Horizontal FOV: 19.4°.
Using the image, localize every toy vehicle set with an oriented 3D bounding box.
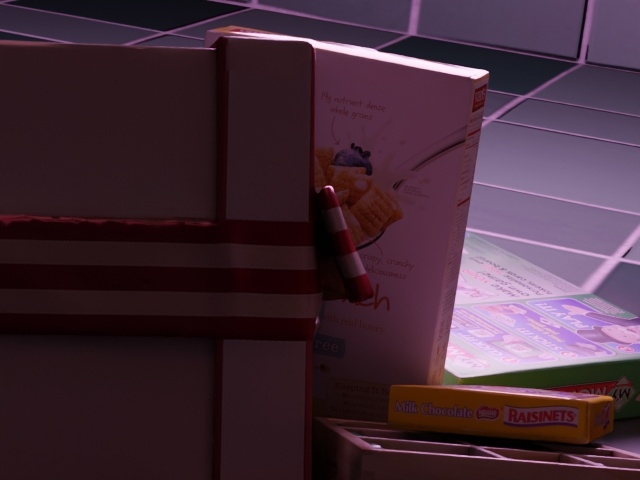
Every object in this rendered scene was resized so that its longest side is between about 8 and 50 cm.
[{"bbox_3d":[0.087,0.123,0.972,0.166,0.035,0.267,5,-3,-5],"label":"toy vehicle set"}]

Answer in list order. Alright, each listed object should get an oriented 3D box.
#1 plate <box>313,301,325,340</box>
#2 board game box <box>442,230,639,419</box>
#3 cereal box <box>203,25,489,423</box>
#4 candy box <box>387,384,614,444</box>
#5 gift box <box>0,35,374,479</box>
[{"bbox_3d":[-0.087,0.018,1.138,0.188,0.188,0.024,12,14,17],"label":"plate"},{"bbox_3d":[0.094,0.055,1.348,0.213,0.046,0.317,-4,19,-31],"label":"board game box"},{"bbox_3d":[0.000,0.000,1.141,0.173,0.240,0.047,11,14,17],"label":"cereal box"},{"bbox_3d":[0.106,0.096,1.051,0.105,0.027,0.206,1,-4,12],"label":"candy box"},{"bbox_3d":[-0.118,0.037,0.974,0.258,0.276,0.255,0,3,-11],"label":"gift box"}]
